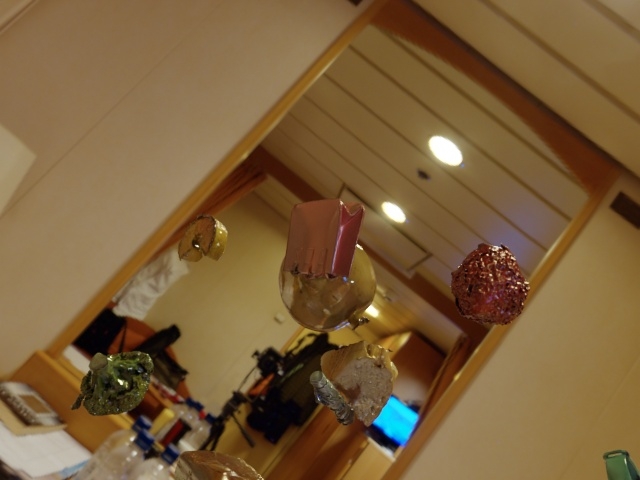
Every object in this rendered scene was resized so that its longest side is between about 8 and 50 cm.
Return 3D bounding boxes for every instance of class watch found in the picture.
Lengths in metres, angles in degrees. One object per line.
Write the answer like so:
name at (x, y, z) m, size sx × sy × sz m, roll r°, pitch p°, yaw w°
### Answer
watch at (0.820, 0.672, 1.527) m, size 0.195 × 0.068 × 0.237 m, roll -23°, pitch 86°, yaw -59°

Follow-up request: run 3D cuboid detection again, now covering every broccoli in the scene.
broccoli at (-0.361, 0.246, 1.019) m, size 0.132 × 0.130 × 0.120 m, roll 7°, pitch -44°, yaw 20°

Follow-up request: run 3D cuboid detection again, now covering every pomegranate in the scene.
pomegranate at (0.032, 0.136, 1.757) m, size 0.319 × 0.319 × 0.319 m, roll 38°, pitch -13°, yaw 10°

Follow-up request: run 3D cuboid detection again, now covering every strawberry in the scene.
strawberry at (0.382, 0.111, 1.329) m, size 0.184 × 0.186 × 0.201 m, roll 33°, pitch 24°, yaw 16°

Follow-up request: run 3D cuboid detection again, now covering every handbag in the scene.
handbag at (0.000, 0.000, 1.156) m, size 0.059 × 0.157 × 0.212 m, roll 13°, pitch -7°, yaw -28°

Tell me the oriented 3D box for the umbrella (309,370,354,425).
umbrella at (0.027, 0.349, 1.270) m, size 0.046 × 0.050 × 0.188 m, roll -4°, pitch -43°, yaw 25°

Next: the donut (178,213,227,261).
donut at (-0.339, -0.005, 1.712) m, size 0.078 × 0.146 × 0.181 m, roll 29°, pitch -27°, yaw -38°

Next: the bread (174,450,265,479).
bread at (-0.243, 0.600, 1.440) m, size 0.184 × 0.110 × 0.234 m, roll 18°, pitch -8°, yaw -34°

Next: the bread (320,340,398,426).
bread at (0.129, 0.367, 1.699) m, size 0.184 × 0.211 × 0.224 m, roll 36°, pitch 15°, yaw -15°
